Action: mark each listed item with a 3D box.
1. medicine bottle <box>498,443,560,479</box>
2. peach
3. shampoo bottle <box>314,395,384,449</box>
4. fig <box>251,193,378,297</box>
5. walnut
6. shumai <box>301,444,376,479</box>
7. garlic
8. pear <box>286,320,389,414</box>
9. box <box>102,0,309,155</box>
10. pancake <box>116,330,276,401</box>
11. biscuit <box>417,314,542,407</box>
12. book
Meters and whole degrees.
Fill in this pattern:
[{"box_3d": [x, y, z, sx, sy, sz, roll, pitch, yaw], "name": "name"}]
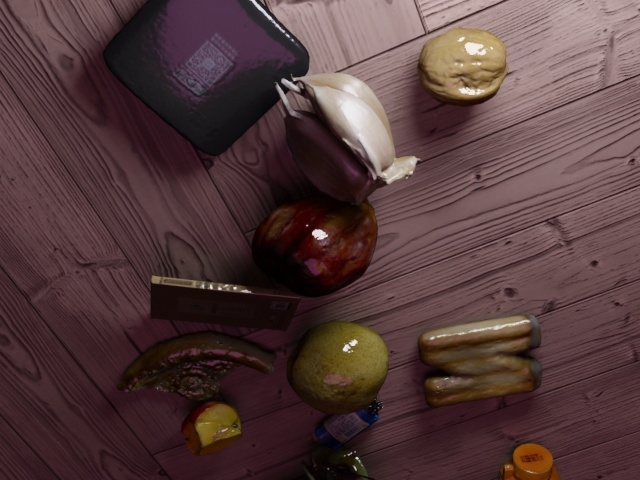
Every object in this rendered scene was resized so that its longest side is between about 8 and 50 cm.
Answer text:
[{"box_3d": [0.554, 0.652, 2.124, 0.149, 0.112, 0.222, -5, 123, -1], "name": "medicine bottle"}, {"box_3d": [-0.260, 0.450, 1.929, 0.151, 0.118, 0.151, -6, 104, -23], "name": "peach"}, {"box_3d": [0.076, 0.447, 1.990, 0.183, 0.050, 0.087, -41, 115, 20], "name": "shampoo bottle"}, {"box_3d": [-0.007, 0.011, 1.610, 0.263, 0.224, 0.224, -12, 123, -4], "name": "fig"}, {"box_3d": [0.260, -0.314, 1.465, 0.166, 0.149, 0.167, 6, 148, 4], "name": "walnut"}, {"box_3d": [0.041, 0.717, 1.983, 0.394, 0.395, 0.348, 13, 122, -12], "name": "shumai"}, {"box_3d": [0.036, -0.187, 1.484, 0.210, 0.237, 0.292, -44, 83, 11], "name": "garlic"}, {"box_3d": [0.032, 0.282, 1.798, 0.211, 0.188, 0.229, 9, 122, -19], "name": "pear"}, {"box_3d": [-0.204, -0.332, 1.456, 0.289, 0.073, 0.290, -40, 117, 19], "name": "box"}, {"box_3d": [-0.289, 0.308, 1.870, 0.376, 0.054, 0.197, -12, 123, 4], "name": "pancake"}, {"box_3d": [0.380, 0.287, 1.906, 0.290, 0.062, 0.237, -12, 123, 3], "name": "biscuit"}, {"box_3d": [-0.209, 0.140, 1.724, 0.310, 0.021, 0.217, 7, 154, -9], "name": "book"}]
